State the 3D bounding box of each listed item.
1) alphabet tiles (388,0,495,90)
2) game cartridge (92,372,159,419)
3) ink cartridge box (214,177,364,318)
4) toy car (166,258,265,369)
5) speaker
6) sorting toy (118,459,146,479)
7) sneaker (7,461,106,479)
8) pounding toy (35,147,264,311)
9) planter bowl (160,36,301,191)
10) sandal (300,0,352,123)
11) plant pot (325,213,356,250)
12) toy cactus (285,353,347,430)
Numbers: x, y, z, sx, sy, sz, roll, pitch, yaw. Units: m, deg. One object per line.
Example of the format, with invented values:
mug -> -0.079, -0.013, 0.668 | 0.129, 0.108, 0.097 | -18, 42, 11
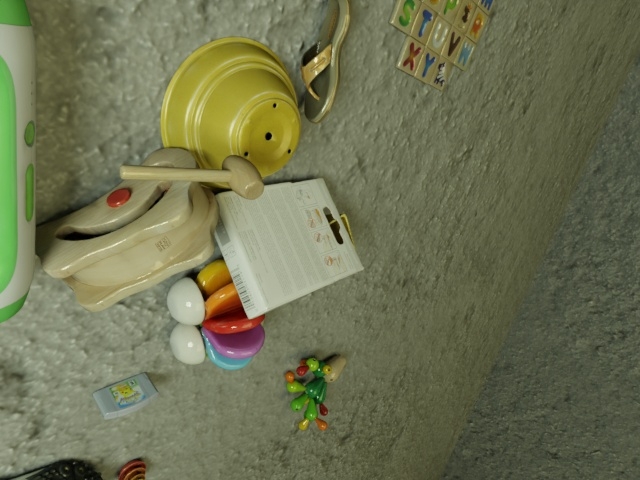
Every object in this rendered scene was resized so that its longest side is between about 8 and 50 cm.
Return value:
alphabet tiles -> 0.249, -0.463, 0.837 | 0.285, 0.011, 0.342 | 2, 114, -48
game cartridge -> -0.295, 0.238, 0.701 | 0.083, 0.056, 0.017 | -16, 134, -41
ink cartridge box -> -0.050, 0.000, 0.721 | 0.056, 0.180, 0.225 | -29, 172, 42
toy car -> -0.143, 0.126, 0.721 | 0.159, 0.136, 0.181 | -19, 128, -39
speaker -> -0.322, -0.070, 0.399 | 0.131, 0.131, 0.296 | -9, 122, -44
sorting toy -> -0.335, 0.439, 0.809 | 0.061, 0.042, 0.101 | -11, 124, -43
sneaker -> -0.424, 0.383, 0.655 | 0.086, 0.085, 0.237 | -39, 151, 20
pounding toy -> -0.211, -0.053, 0.530 | 0.270, 0.154, 0.154 | -26, 136, -8
planter bowl -> -0.093, -0.151, 0.619 | 0.217, 0.090, 0.217 | -28, 134, -33
sandal -> -0.001, -0.263, 0.663 | 0.049, 0.072, 0.180 | 1, 114, -31
plant pot -> 0.000, 0.000, 0.825 | 0.082, 0.083, 0.081 | -32, 117, -30
toy cactus -> 0.003, 0.335, 1.072 | 0.181, 0.112, 0.218 | -36, 130, -40
